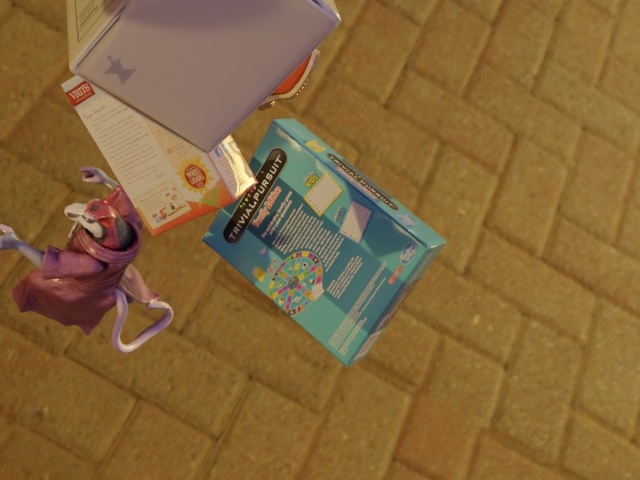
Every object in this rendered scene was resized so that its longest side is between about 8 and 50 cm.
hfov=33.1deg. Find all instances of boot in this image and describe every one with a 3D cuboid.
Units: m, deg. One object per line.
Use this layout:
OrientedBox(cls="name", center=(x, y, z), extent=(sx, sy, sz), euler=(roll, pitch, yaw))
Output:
OrientedBox(cls="boot", center=(-0.069, -0.223, 1.407), extent=(0.084, 0.158, 0.059), euler=(31, 59, -29))

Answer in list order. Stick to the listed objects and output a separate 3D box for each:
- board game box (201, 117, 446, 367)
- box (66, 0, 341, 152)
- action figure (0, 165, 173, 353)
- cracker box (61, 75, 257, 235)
OrientedBox(cls="board game box", center=(0.000, 0.000, 1.769), extent=(0.336, 0.254, 0.079), euler=(41, 24, 16))
OrientedBox(cls="box", center=(-0.102, -0.224, 0.800), extent=(0.121, 0.148, 0.311), euler=(32, 28, -35))
OrientedBox(cls="action figure", center=(-0.356, 0.044, 1.689), extent=(0.276, 0.370, 0.248), euler=(47, 59, 0))
OrientedBox(cls="cracker box", center=(-0.205, -0.137, 1.374), extent=(0.232, 0.156, 0.067), euler=(60, 38, -13))
